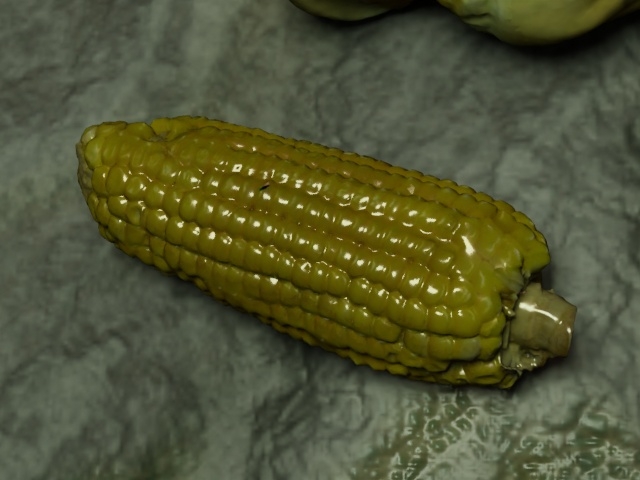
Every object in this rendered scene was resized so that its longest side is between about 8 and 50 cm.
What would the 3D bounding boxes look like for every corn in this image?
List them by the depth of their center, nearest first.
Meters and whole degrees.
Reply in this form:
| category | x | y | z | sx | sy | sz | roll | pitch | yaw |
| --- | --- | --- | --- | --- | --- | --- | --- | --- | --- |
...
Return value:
| category | x | y | z | sx | sy | sz | roll | pitch | yaw |
| --- | --- | --- | --- | --- | --- | --- | --- | --- | --- |
| corn | 0.000 | 0.000 | 0.789 | 0.262 | 0.097 | 0.097 | 20 | 77 | 19 |

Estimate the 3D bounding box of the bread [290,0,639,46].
| category | x | y | z | sx | sy | sz | roll | pitch | yaw |
| --- | --- | --- | --- | --- | --- | --- | --- | --- | --- |
| bread | 0.076 | -0.266 | 0.803 | 0.301 | 0.210 | 0.341 | -17 | 70 | 7 |
